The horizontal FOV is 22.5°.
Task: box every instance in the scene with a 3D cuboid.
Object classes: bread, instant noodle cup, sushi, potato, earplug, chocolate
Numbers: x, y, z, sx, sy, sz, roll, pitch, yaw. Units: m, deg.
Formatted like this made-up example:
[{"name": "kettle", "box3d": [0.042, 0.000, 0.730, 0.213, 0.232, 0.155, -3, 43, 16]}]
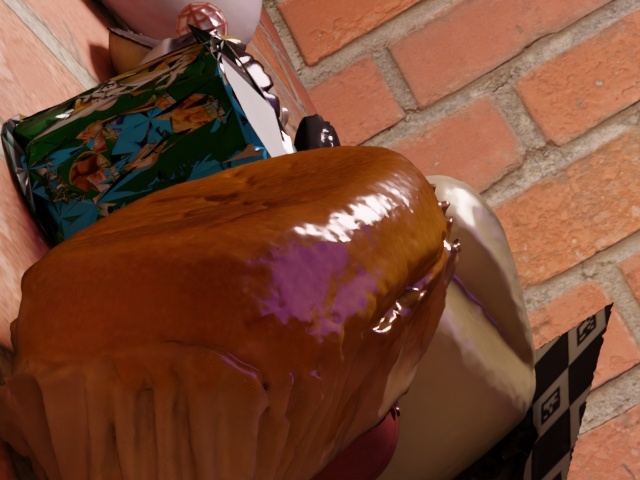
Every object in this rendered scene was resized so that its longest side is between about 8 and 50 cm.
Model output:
[{"name": "bread", "box3d": [-0.042, 0.038, 1.015, 0.388, 0.236, 0.183, -54, 147, -67]}, {"name": "instant noodle cup", "box3d": [-0.115, -0.044, 1.284, 0.240, 0.178, 0.240, 60, 7, -12]}, {"name": "sushi", "box3d": [0.187, 0.231, 1.498, 0.059, 0.294, 0.292, 30, -30, -11]}, {"name": "potato", "box3d": [-0.182, -0.172, 1.816, 0.120, 0.100, 0.261, 22, 8, 23]}, {"name": "earplug", "box3d": [-0.213, -0.332, 1.904, 0.301, 0.172, 0.172, 38, 22, -57]}, {"name": "chocolate", "box3d": [0.062, 0.104, 1.505, 0.326, 0.297, 0.314, 56, 13, -38]}]

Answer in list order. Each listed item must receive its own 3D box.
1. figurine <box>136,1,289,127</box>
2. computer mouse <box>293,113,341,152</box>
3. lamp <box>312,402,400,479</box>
[{"name": "figurine", "box3d": [-0.110, -0.103, 1.666, 0.370, 0.167, 0.281, 66, 6, -81]}, {"name": "computer mouse", "box3d": [0.000, 0.000, 1.732, 0.137, 0.086, 0.269, -122, -139, -77]}, {"name": "lamp", "box3d": [-0.015, 0.119, 1.271, 0.182, 0.140, 0.182, -19, 90, -84]}]
